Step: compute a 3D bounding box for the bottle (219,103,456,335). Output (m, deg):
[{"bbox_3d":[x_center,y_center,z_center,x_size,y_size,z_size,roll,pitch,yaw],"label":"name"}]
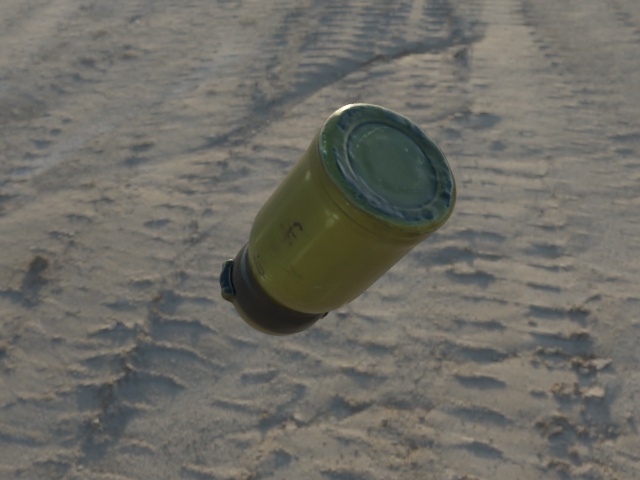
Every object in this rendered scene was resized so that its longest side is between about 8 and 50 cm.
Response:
[{"bbox_3d":[0.000,0.000,0.964,0.172,0.351,0.171,15,54,-22],"label":"bottle"}]
